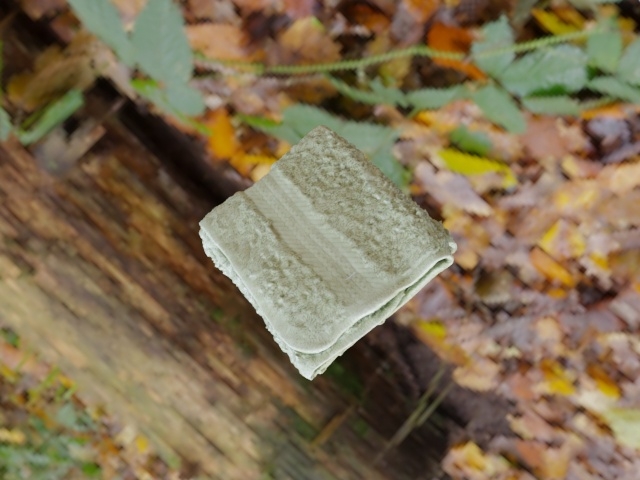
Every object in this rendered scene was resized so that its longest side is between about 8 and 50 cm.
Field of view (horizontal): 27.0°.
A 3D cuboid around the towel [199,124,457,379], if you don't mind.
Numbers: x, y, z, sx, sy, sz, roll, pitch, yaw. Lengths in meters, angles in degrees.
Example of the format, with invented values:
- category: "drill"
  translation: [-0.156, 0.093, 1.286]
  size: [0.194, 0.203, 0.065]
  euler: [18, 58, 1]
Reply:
- category: "towel"
  translation: [0.000, 0.000, 0.733]
  size: [0.148, 0.110, 0.027]
  euler: [48, 177, 46]
